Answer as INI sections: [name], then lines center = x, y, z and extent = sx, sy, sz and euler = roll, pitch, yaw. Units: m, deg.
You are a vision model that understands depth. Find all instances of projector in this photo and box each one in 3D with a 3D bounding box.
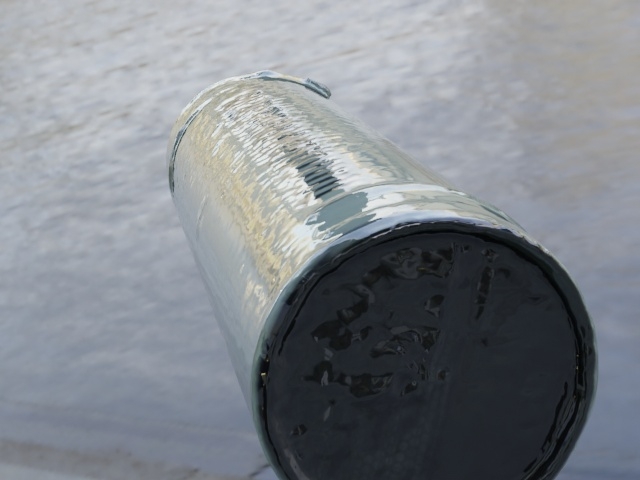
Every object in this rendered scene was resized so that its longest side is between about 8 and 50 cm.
[projector]
center = 0.000, 0.000, 0.502
extent = 0.108, 0.108, 0.337
euler = -18, 17, -7
